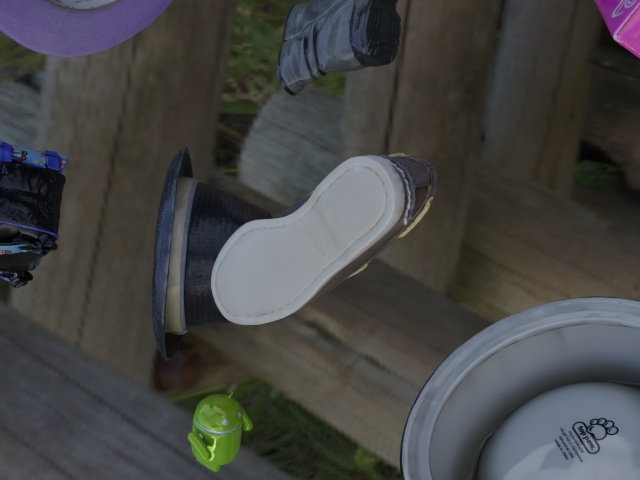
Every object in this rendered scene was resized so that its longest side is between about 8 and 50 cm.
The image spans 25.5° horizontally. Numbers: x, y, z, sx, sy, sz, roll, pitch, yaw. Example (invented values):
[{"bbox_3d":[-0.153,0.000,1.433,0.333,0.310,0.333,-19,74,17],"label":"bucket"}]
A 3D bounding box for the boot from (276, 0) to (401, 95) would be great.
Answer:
[{"bbox_3d":[0.025,-0.296,1.697,0.161,0.083,0.246,-10,54,39],"label":"boot"}]

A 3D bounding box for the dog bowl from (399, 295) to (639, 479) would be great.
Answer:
[{"bbox_3d":[0.310,0.264,1.711,0.408,0.408,0.150,-1,134,30],"label":"dog bowl"}]

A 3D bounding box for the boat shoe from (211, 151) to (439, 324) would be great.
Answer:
[{"bbox_3d":[0.000,0.000,1.565,0.324,0.096,0.117,-37,75,42],"label":"boat shoe"}]

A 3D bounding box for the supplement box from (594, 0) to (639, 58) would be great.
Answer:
[{"bbox_3d":[0.259,-0.099,0.722,0.220,0.111,0.114,35,112,-12],"label":"supplement box"}]

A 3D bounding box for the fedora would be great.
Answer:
[{"bbox_3d":[-0.144,0.024,2.000,0.152,0.334,0.334,4,98,0],"label":"fedora"}]

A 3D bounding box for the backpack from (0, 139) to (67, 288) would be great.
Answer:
[{"bbox_3d":[-0.349,-0.034,1.384,0.158,0.173,0.117,143,134,-62],"label":"backpack"}]

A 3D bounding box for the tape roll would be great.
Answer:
[{"bbox_3d":[-0.216,-0.305,1.245,0.090,0.275,0.275,32,110,31],"label":"tape roll"}]

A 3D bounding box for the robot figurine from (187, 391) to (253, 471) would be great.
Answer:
[{"bbox_3d":[-0.140,0.257,1.912,0.067,0.101,0.115,30,129,29],"label":"robot figurine"}]
